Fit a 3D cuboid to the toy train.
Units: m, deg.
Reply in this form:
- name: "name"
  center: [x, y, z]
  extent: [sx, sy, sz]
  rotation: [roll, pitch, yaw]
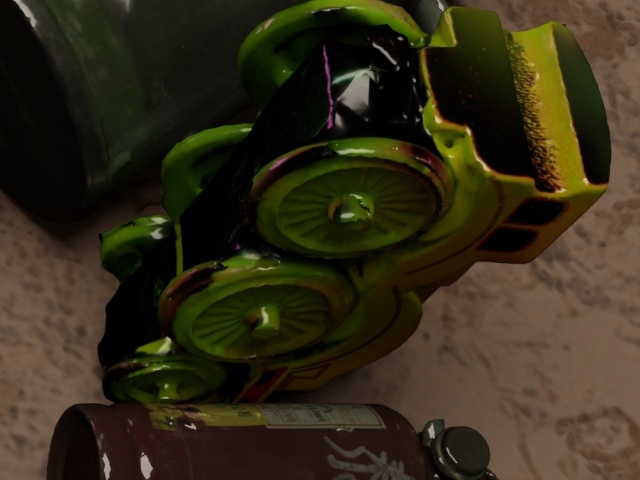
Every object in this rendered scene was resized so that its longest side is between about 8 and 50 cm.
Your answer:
- name: "toy train"
  center: [0.000, 0.000, 0.895]
  extent: [0.161, 0.296, 0.100]
  rotation: [7, 59, -26]

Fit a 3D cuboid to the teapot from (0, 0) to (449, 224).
- name: "teapot"
  center: [-0.047, -0.131, 1.017]
  extent: [0.337, 0.200, 0.270]
  rotation: [-33, 86, -24]

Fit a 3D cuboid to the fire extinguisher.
- name: "fire extinguisher"
  center: [-0.001, 0.131, 0.935]
  extent: [0.252, 0.075, 0.106]
  rotation: [3, 79, -29]
